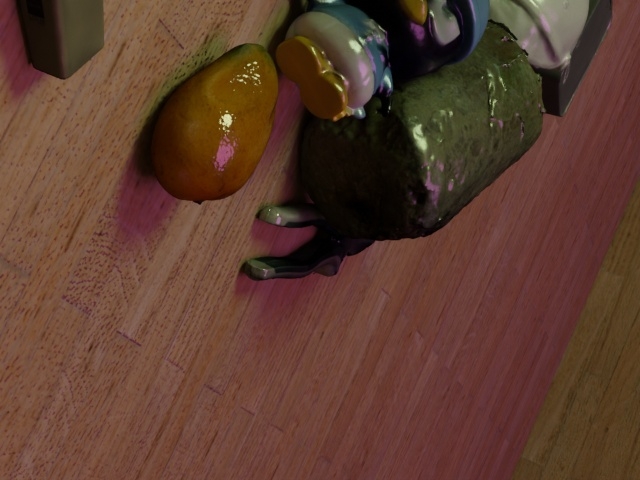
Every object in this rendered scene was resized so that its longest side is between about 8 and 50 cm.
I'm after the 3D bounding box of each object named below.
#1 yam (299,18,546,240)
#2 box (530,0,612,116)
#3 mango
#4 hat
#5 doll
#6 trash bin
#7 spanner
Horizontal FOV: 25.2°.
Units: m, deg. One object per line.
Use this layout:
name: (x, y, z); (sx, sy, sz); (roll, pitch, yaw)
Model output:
yam: (0.124, -0.125, 1.652); (0.300, 0.195, 0.195); (-38, 144, -41)
box: (0.333, -0.304, 2.106); (0.243, 0.135, 0.163); (-61, 158, -22)
mango: (-0.094, -0.104, 1.323); (0.165, 0.089, 0.115); (-54, 145, -42)
hat: (0.285, -0.384, 1.870); (0.258, 0.168, 0.301); (-31, 134, -63)
doll: (0.080, -0.243, 1.515); (0.177, 0.141, 0.314); (54, 52, -11)
trash bin: (-0.192, -0.175, 1.072); (0.061, 0.043, 0.092); (-52, 154, -38)
spanner: (0.000, 0.000, 1.709); (0.325, 0.040, 0.096); (-6, 114, -65)
